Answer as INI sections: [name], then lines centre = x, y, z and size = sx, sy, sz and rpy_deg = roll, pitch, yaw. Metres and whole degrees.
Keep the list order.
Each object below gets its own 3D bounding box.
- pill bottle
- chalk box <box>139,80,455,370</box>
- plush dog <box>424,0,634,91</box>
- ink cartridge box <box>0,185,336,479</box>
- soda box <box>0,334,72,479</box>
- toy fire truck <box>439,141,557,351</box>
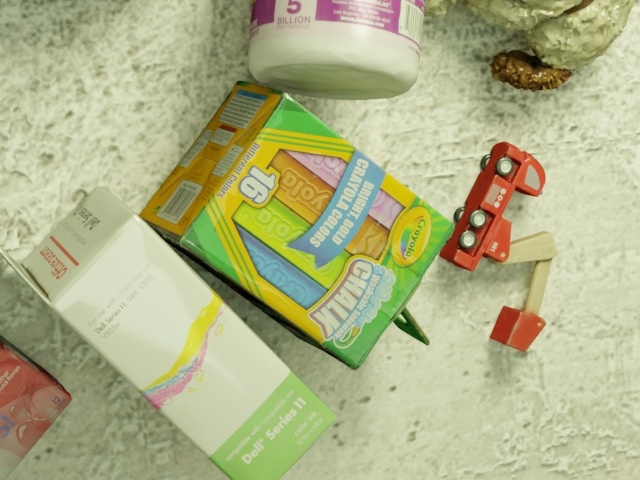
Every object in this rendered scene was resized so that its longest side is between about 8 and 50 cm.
[pill bottle]
centre = 0.023, -0.298, 1.796
size = 0.169, 0.169, 0.301
rpy_deg = 8, 81, -19
[chalk box]
centre = 0.000, 0.000, 1.837
size = 0.289, 0.180, 0.179
rpy_deg = 37, 85, -21
[plush dog]
centre = 0.242, -0.275, 1.891
size = 0.262, 0.210, 0.225
rpy_deg = -50, 132, -7
[ink cartridge box]
centre = -0.164, 0.070, 1.774
size = 0.119, 0.207, 0.353
rpy_deg = -46, 109, -5
[soda box]
centre = -0.361, 0.219, 1.795
size = 0.092, 0.083, 0.263
rpy_deg = 41, 84, -19
[toy fire truck]
centre = 0.203, 0.007, 1.975
size = 0.135, 0.047, 0.192
rpy_deg = 28, 87, -20
